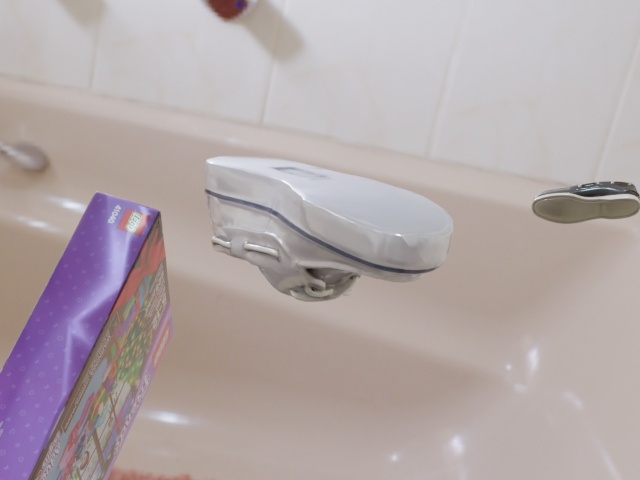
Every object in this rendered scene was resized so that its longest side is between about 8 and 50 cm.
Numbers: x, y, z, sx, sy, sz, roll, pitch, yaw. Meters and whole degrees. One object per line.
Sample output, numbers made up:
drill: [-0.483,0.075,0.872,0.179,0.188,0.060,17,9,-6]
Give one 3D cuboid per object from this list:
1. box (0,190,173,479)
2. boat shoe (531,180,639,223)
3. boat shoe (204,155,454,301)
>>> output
box: [-0.193,0.137,0.896,0.057,0.201,0.293,18,59,6]
boat shoe: [0.311,-0.049,1.406,0.125,0.046,0.038,-4,44,10]
boat shoe: [0.000,0.000,0.807,0.095,0.084,0.258,-2,13,-27]
